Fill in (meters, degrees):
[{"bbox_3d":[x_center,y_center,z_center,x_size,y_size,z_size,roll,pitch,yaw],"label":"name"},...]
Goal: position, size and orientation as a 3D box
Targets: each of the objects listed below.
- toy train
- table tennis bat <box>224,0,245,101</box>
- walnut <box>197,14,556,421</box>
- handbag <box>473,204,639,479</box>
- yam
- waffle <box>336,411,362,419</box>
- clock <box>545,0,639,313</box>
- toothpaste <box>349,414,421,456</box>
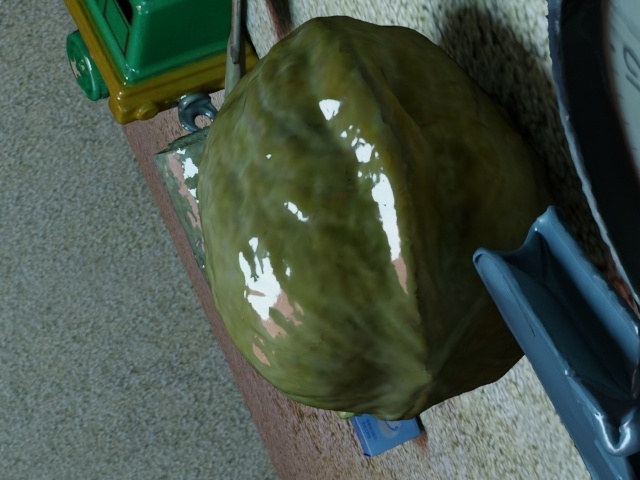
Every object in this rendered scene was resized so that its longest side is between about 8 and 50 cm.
[{"bbox_3d":[-0.207,-0.309,1.812,0.429,0.178,0.249,62,159,17],"label":"toy train"},{"bbox_3d":[-0.079,-0.212,1.604,0.234,0.022,0.131,94,176,-48],"label":"table tennis bat"},{"bbox_3d":[0.031,-0.020,1.113,0.283,0.227,0.283,170,90,-76],"label":"walnut"},{"bbox_3d":[0.175,0.104,0.966,0.229,0.062,0.179,59,-178,-31],"label":"handbag"},{"bbox_3d":[-0.089,-0.021,1.734,0.107,0.107,0.194,-165,53,-77],"label":"yam"},{"bbox_3d":[0.000,0.000,1.621,0.317,0.073,0.297,-105,-4,-62],"label":"waffle"},{"bbox_3d":[0.203,-0.011,0.724,0.325,0.067,0.325,61,169,21],"label":"clock"},{"bbox_3d":[0.025,0.095,1.821,0.053,0.066,0.272,166,80,-80],"label":"toothpaste"}]
